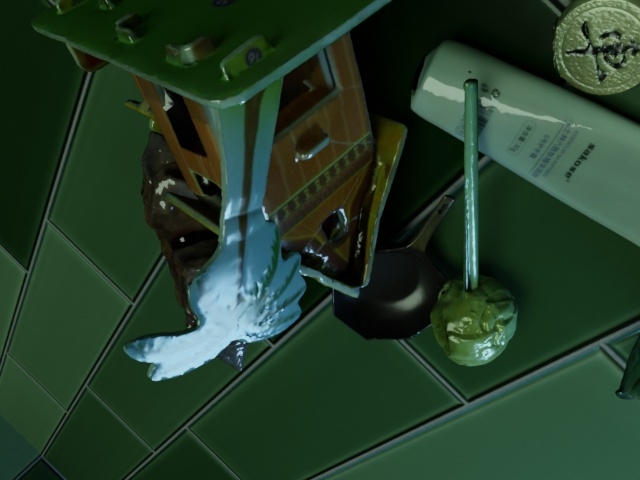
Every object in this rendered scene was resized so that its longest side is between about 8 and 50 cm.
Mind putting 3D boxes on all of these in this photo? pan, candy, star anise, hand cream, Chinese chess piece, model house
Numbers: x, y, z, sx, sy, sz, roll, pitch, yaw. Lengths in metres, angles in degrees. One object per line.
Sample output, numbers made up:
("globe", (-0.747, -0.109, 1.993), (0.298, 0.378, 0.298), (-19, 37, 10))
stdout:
("pan", (0.103, 0.032, 0.759), (0.128, 0.048, 0.202), (38, 120, -23))
("candy", (0.142, -0.003, 0.641), (0.092, 0.093, 0.335), (-115, 9, -48))
("star anise", (-0.149, 0.018, 0.847), (0.315, 0.108, 0.315), (164, 90, -75))
("hand cream", (0.222, -0.071, 0.584), (0.321, 0.067, 0.109), (31, 136, 8))
("Chinese chess piece", (0.223, -0.154, 0.526), (0.084, 0.034, 0.084), (20, 133, 23))
("model house", (-0.105, -0.061, 0.638), (0.300, 0.340, 0.323), (28, 150, 38))

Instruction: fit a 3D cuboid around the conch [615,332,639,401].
("conch", (0.372, 0.108, 0.552), (0.202, 0.134, 0.196), (23, 175, 16))
